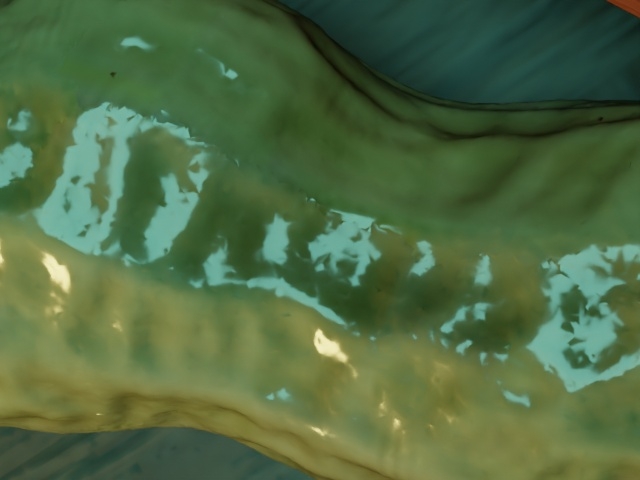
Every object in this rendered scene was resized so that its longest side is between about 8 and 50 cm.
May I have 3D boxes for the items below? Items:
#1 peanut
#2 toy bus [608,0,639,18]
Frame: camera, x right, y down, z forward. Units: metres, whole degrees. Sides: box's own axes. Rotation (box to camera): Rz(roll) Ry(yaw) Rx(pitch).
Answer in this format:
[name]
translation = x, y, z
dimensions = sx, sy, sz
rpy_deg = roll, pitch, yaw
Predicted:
[peanut]
translation = 0.000, 0.000, 0.407
dimensions = 0.298, 0.120, 0.136
rpy_deg = 12, 138, 9
[toy bus]
translation = 0.131, -0.134, 0.340
dimensions = 0.427, 0.203, 0.233
rpy_deg = 28, 102, 6
